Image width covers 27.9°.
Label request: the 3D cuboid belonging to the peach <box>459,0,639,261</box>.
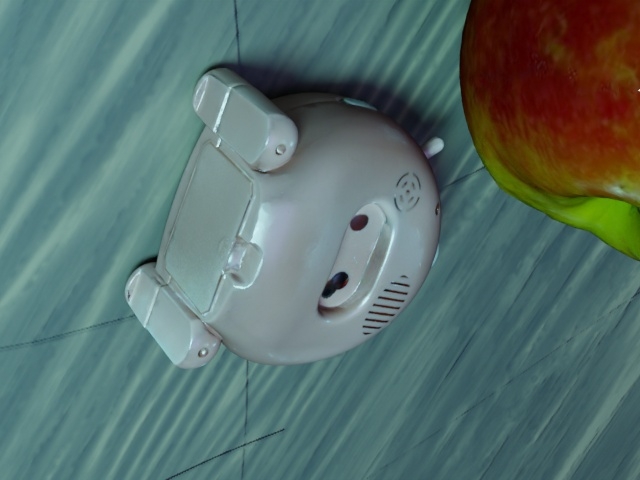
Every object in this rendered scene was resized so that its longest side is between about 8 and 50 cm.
[{"bbox_3d":[0.299,-0.159,0.966,0.388,0.388,0.388,-15,124,-24],"label":"peach"}]

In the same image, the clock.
[{"bbox_3d":[0.000,0.000,1.022,0.241,0.142,0.227,8,113,-39],"label":"clock"}]
